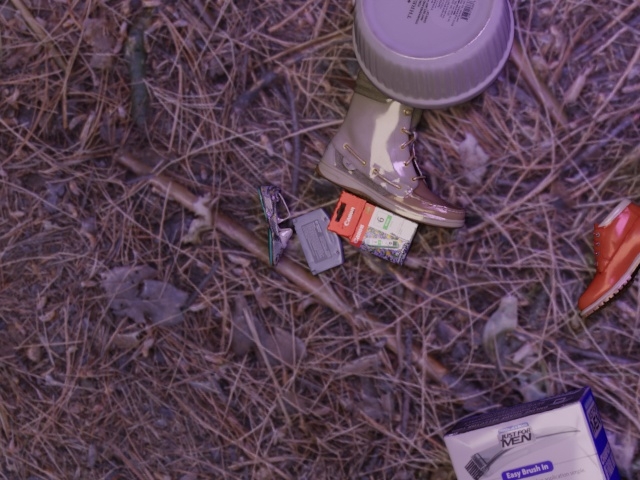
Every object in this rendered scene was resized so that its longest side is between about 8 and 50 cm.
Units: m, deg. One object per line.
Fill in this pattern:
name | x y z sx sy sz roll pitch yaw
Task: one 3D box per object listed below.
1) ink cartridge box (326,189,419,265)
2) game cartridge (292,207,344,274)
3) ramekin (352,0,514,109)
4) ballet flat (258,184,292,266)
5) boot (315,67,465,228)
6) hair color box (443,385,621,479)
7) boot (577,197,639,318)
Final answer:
ink cartridge box | 0.069 -0.018 1.605 0.115 0.029 0.062 23 101 7
game cartridge | 0.000 0.000 1.647 0.056 0.017 0.083 -21 87 23
ramekin | 0.137 -0.279 1.492 0.207 0.109 0.207 -2 74 8
ballet flat | -0.059 -0.022 1.656 0.041 0.041 0.114 -8 92 20
boot | 0.115 -0.120 1.567 0.213 0.077 0.165 26 100 16
hair color box | 0.302 0.375 1.521 0.185 0.110 0.338 -18 90 21
boot | 0.362 0.023 1.501 0.085 0.059 0.158 40 97 16
